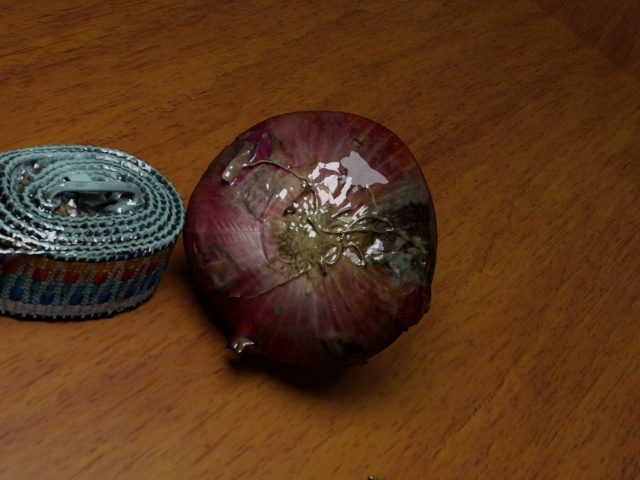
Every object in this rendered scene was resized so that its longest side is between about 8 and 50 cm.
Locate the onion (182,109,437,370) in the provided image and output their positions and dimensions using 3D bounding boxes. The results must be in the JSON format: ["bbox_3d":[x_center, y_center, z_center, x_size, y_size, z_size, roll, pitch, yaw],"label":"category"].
[{"bbox_3d":[-0.013,0.003,1.369,0.353,0.354,0.354,18,39,-16],"label":"onion"}]

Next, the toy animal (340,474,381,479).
[{"bbox_3d":[0.038,0.330,1.215,0.099,0.057,0.241,30,20,-4],"label":"toy animal"}]

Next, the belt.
[{"bbox_3d":[-0.318,-0.023,1.310,0.294,0.161,0.207,2,46,-33],"label":"belt"}]
